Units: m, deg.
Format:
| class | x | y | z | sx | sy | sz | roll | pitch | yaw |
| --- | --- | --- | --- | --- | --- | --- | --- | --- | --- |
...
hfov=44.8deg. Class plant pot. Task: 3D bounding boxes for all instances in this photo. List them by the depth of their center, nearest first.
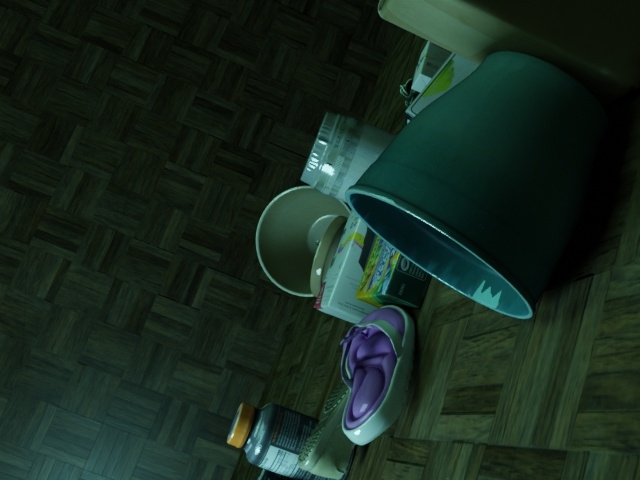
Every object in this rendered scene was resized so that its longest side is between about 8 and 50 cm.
| class | x | y | z | sx | sy | sz | roll | pitch | yaw |
| --- | --- | --- | --- | --- | --- | --- | --- | --- | --- |
| plant pot | 0.212 | -0.084 | 0.969 | 0.255 | 0.272 | 0.271 | -55 | 5 | -6 |
| plant pot | 0.070 | 0.060 | 2.133 | 0.237 | 0.110 | 0.237 | 18 | -90 | -73 |

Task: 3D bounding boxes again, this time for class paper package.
| class | x | y | z | sx | sy | sz | roll | pitch | yaw |
| --- | --- | --- | --- | --- | --- | --- | --- | --- | --- |
| paper package | 0.282 | -0.372 | 0.992 | 0.168 | 0.325 | 0.309 | 174 | 119 | -82 |

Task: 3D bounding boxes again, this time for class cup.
| class | x | y | z | sx | sy | sz | roll | pitch | yaw |
| --- | --- | --- | --- | --- | --- | --- | --- | --- | --- |
| cup | 0.000 | 0.000 | 2.409 | 0.331 | 0.331 | 0.237 | -67 | -19 | 10 |

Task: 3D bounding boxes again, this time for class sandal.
| class | x | y | z | sx | sy | sz | roll | pitch | yaw |
| --- | --- | --- | --- | --- | --- | --- | --- | --- | --- |
| sandal | 0.091 | 0.208 | 1.434 | 0.169 | 0.102 | 0.416 | -41 | 13 | 14 |

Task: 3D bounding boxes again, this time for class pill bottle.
| class | x | y | z | sx | sy | sz | roll | pitch | yaw |
| --- | --- | --- | --- | --- | --- | --- | --- | --- | --- |
| pill bottle | -0.063 | 0.412 | 1.583 | 0.130 | 0.246 | 0.130 | -158 | 90 | -84 |

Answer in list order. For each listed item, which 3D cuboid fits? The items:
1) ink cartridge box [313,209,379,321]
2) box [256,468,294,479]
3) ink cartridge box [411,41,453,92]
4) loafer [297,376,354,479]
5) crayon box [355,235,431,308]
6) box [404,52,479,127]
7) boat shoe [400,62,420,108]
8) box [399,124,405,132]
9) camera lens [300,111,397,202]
| class | x | y | z | sx | sy | sz | roll | pitch | yaw |
| --- | --- | --- | --- | --- | --- | --- | --- | --- | --- |
| ink cartridge box | 0.107 | 0.048 | 1.935 | 0.226 | 0.131 | 0.306 | 145 | 145 | -79 |
| box | -0.060 | 0.540 | 1.578 | 0.180 | 0.147 | 0.077 | -83 | 17 | -71 |
| ink cartridge box | 0.312 | -0.455 | 2.031 | 0.061 | 0.104 | 0.181 | 122 | 169 | -55 |
| loafer | 0.051 | 0.359 | 1.531 | 0.268 | 0.092 | 0.102 | -52 | 7 | -36 |
| crayon box | 0.165 | 0.042 | 1.668 | 0.323 | 0.083 | 0.203 | 143 | 149 | -79 |
| box | 0.247 | -0.256 | 1.511 | 0.169 | 0.087 | 0.290 | -51 | -6 | 1 |
| boat shoe | 0.286 | -0.450 | 2.251 | 0.319 | 0.099 | 0.116 | 165 | 126 | -82 |
| box | 0.229 | -0.238 | 1.844 | 0.257 | 0.079 | 0.322 | -55 | 4 | -11 |
| camera lens | 0.108 | -0.204 | 2.099 | 0.219 | 0.274 | 0.219 | -159 | 90 | -86 |
